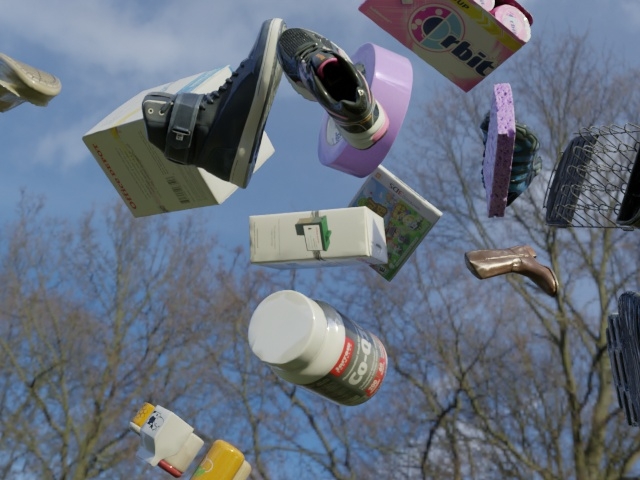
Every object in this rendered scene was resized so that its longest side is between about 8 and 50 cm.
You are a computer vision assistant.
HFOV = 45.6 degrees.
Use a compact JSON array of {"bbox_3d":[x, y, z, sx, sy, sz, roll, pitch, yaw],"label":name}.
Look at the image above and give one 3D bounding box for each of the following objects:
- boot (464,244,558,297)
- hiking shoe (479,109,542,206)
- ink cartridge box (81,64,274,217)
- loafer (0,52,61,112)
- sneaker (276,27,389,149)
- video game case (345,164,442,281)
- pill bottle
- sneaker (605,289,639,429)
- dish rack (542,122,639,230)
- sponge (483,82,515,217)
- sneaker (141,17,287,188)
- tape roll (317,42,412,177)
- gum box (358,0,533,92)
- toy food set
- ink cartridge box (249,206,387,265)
[{"bbox_3d":[0.273,0.048,1.101,0.114,0.106,0.037,-4,-51,-22],"label":"boot"},{"bbox_3d":[0.395,-0.164,1.610,0.113,0.132,0.304,28,-4,33],"label":"hiking shoe"},{"bbox_3d":[-0.237,-0.161,1.269,0.232,0.168,0.171,-5,-56,40],"label":"ink cartridge box"},{"bbox_3d":[-0.513,-0.253,1.239,0.268,0.092,0.102,26,4,42],"label":"loafer"},{"bbox_3d":[0.009,-0.182,0.817,0.072,0.178,0.077,-41,-30,-3],"label":"sneaker"},{"bbox_3d":[0.151,-0.040,1.808,0.193,0.023,0.212,39,-67,10],"label":"video game case"},{"bbox_3d":[-0.001,0.203,1.417,0.161,0.161,0.283,-12,-28,26],"label":"pill bottle"},{"bbox_3d":[0.284,0.085,0.522,0.146,0.122,0.330,-8,-4,17],"label":"sneaker"},{"bbox_3d":[0.485,-0.115,1.312,0.074,0.208,0.271,25,-9,-26],"label":"dish rack"},{"bbox_3d":[0.297,-0.146,1.269,0.031,0.117,0.210,-1,-37,7],"label":"sponge"},{"bbox_3d":[-0.141,-0.195,0.984,0.163,0.086,0.226,20,-71,1],"label":"sneaker"},{"bbox_3d":[0.090,-0.276,1.624,0.090,0.275,0.275,17,-37,-18],"label":"tape roll"},{"bbox_3d":[0.155,-0.273,0.922,0.188,0.062,0.107,33,-38,-17],"label":"gum box"},{"bbox_3d":[-0.168,0.278,0.903,0.232,0.104,0.111,7,-34,50],"label":"toy food set"},{"bbox_3d":[0.000,0.000,1.390,0.219,0.092,0.160,-5,-7,15],"label":"ink cartridge box"}]
